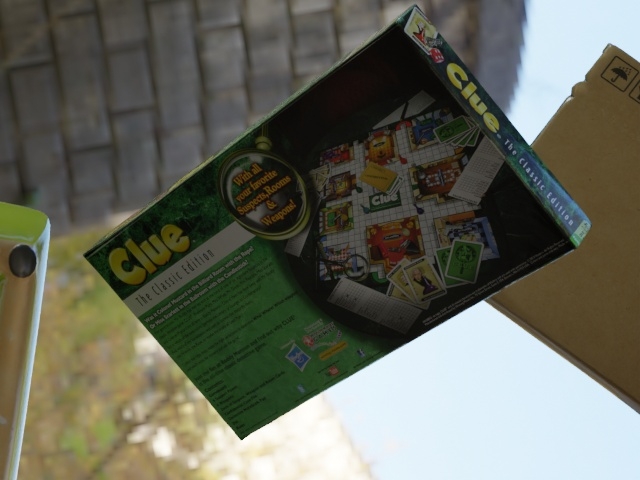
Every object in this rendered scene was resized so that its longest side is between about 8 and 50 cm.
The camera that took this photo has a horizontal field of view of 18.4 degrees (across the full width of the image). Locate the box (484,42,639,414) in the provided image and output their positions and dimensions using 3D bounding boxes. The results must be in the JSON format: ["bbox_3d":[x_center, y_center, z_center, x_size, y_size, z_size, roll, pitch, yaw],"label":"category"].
[{"bbox_3d":[0.190,0.011,1.048,0.201,0.164,0.021,36,-18,8],"label":"box"}]

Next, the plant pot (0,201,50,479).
[{"bbox_3d":[-0.276,0.065,1.050,0.207,0.228,0.227,5,-94,52],"label":"plant pot"}]

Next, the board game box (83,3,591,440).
[{"bbox_3d":[0.000,0.000,0.988,0.136,0.030,0.260,49,-48,-9],"label":"board game box"}]
